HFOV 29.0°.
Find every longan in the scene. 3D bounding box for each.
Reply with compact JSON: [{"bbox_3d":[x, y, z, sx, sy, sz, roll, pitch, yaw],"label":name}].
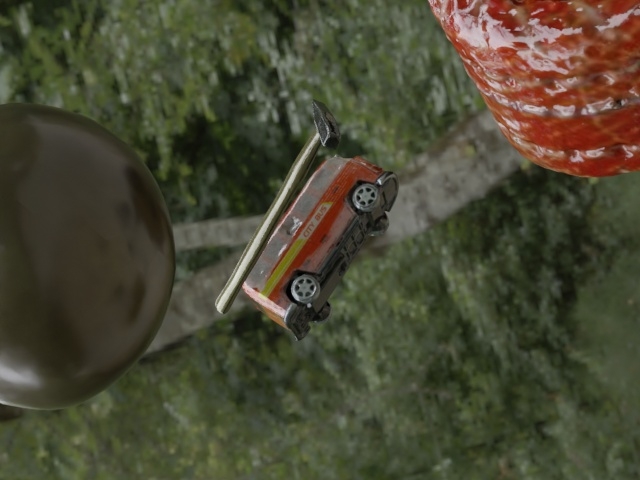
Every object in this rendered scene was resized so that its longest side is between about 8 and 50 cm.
[{"bbox_3d":[-0.191,0.009,0.808,0.220,0.196,0.197,10,115,68],"label":"longan"}]

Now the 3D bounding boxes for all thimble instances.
[{"bbox_3d":[0.277,-0.245,1.176,0.230,0.350,0.350,46,-157,-46],"label":"thimble"}]

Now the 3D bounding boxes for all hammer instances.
[{"bbox_3d":[-0.038,-0.021,0.984,0.199,0.013,0.062,-59,27,28],"label":"hammer"}]

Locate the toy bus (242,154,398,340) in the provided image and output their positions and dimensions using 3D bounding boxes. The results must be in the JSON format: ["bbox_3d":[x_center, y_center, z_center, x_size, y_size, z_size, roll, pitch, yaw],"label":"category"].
[{"bbox_3d":[0.000,0.000,1.132,0.077,0.174,0.079,29,168,20],"label":"toy bus"}]
